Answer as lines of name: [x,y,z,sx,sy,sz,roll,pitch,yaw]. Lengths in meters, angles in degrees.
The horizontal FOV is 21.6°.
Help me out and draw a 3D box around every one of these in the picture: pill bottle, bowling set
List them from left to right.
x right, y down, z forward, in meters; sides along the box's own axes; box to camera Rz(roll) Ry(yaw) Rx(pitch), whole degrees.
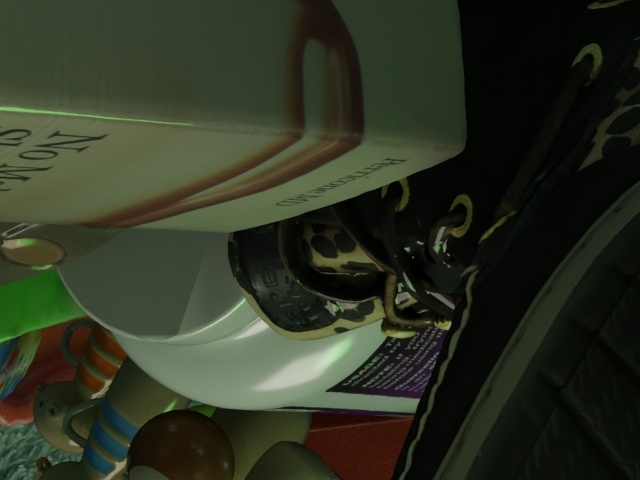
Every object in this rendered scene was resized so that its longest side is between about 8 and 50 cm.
bowling set: [-0.085,0.142,0.913,0.287,0.154,0.200,39,-169,22]
pill bottle: [0.000,0.000,0.879,0.181,0.181,0.323,-8,170,25]

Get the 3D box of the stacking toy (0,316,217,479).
stacking toy: [-0.155,0.107,1.234,0.309,0.280,0.130,3,180,-43]

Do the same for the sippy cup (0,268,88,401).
sippy cup: [-0.265,0.036,0.930,0.305,0.240,0.224,28,-171,11]

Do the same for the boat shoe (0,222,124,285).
boat shoe: [-0.196,-0.038,0.719,0.355,0.130,0.132,-30,150,15]

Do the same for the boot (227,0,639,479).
boot: [0.066,0.009,0.588,0.138,0.377,0.284,42,154,-25]

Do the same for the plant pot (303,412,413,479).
plant pot: [0.124,0.062,1.166,0.267,0.267,0.235,-13,155,43]

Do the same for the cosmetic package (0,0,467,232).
cosmetic package: [-0.119,-0.079,0.492,0.296,0.129,0.153,2,168,-34]
